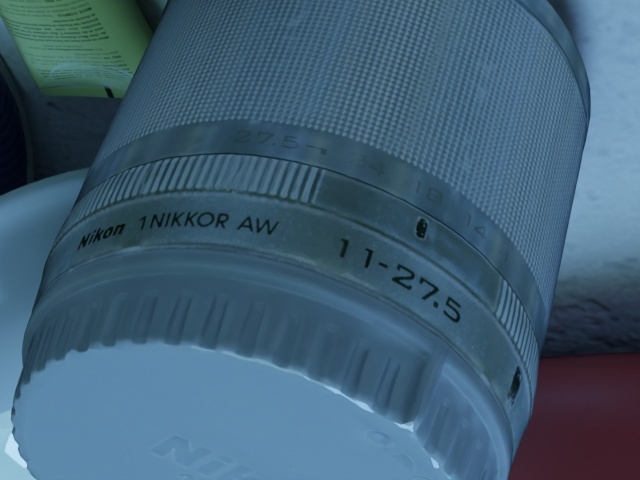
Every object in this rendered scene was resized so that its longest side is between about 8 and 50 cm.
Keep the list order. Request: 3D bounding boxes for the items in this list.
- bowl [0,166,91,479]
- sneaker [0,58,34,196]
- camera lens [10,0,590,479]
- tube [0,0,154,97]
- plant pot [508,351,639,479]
[{"bbox_3d":[-0.119,0.111,0.886,0.298,0.134,0.298,-21,141,-18],"label":"bowl"},{"bbox_3d":[-0.251,0.004,0.944,0.182,0.127,0.315,0,140,19],"label":"sneaker"},{"bbox_3d":[0.000,0.000,0.720,0.219,0.274,0.219,11,142,9],"label":"camera lens"},{"bbox_3d":[-0.145,-0.150,0.779,0.070,0.062,0.240,47,168,39],"label":"tube"},{"bbox_3d":[0.177,0.181,0.900,0.243,0.275,0.275,6,141,32],"label":"plant pot"}]
